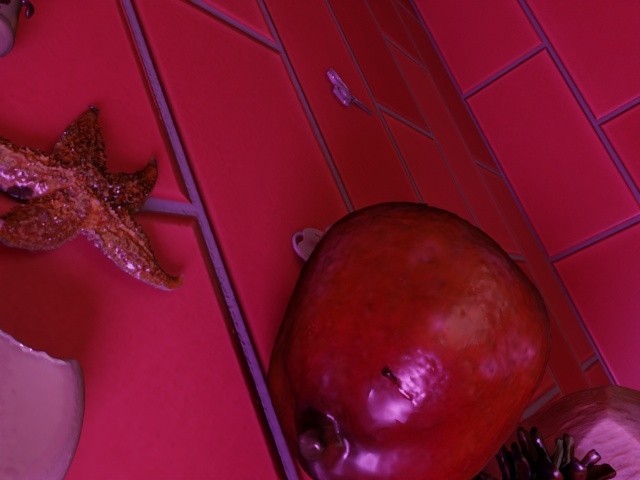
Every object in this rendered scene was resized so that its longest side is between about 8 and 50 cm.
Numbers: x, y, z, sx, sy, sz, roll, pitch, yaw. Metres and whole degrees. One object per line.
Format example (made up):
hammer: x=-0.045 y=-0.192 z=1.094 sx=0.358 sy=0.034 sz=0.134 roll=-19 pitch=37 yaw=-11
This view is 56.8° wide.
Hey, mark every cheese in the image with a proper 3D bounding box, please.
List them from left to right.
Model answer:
cheese: x=-0.212 y=0.129 z=0.309 sx=0.163 sy=0.070 sz=0.249 roll=36 pitch=35 yaw=-39

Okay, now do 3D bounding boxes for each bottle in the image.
bottle: x=-0.298 y=-0.213 z=0.539 sx=0.063 sy=0.047 sz=0.101 roll=23 pitch=42 yaw=-35

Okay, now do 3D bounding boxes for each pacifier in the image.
pacifier: x=0.000 y=0.000 z=0.816 sx=0.068 sy=0.064 sz=0.083 roll=34 pitch=31 yaw=-10

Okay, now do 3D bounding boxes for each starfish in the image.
starfish: x=-0.206 y=-0.041 z=0.529 sx=0.240 sy=0.043 sz=0.227 roll=50 pitch=29 yaw=-24

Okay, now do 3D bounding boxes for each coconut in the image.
coconut: x=0.405 y=0.378 z=0.796 sx=0.346 sy=0.360 sz=0.346 roll=38 pitch=33 yaw=-31

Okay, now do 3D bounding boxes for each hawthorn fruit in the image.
hawthorn fruit: x=0.086 y=0.121 z=0.616 sx=0.295 sy=0.295 sz=0.311 roll=43 pitch=56 yaw=-30

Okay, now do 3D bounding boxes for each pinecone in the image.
pinecone: x=0.222 y=0.290 z=0.614 sx=0.207 sy=0.207 sz=0.208 roll=41 pitch=32 yaw=-32

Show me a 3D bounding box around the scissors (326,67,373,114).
scissors: x=0.074 y=-0.317 z=1.325 sx=0.189 sy=0.015 sz=0.100 roll=19 pitch=45 yaw=-54
